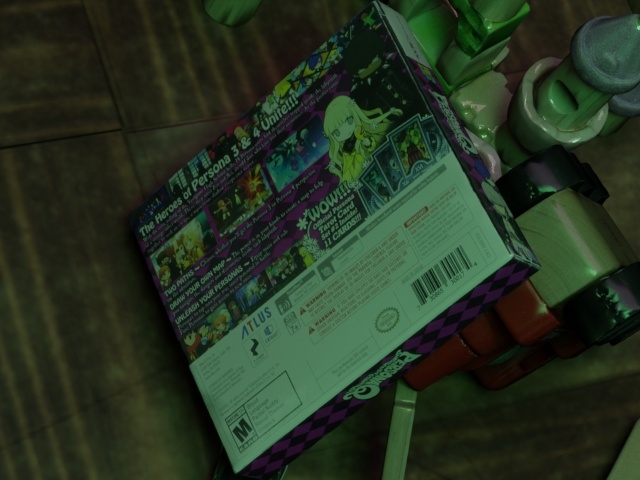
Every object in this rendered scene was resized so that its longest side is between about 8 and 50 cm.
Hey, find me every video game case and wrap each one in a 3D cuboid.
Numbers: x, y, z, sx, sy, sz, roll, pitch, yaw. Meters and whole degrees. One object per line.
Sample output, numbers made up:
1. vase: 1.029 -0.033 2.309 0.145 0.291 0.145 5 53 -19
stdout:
1. video game case: 0.000 0.000 1.243 0.042 0.232 0.210 21 35 -51

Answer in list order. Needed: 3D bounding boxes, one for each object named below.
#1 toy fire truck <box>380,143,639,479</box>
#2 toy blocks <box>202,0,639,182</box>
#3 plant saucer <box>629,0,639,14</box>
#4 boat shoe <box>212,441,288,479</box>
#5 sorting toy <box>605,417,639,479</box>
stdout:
1. toy fire truck: 0.107 0.075 1.305 0.246 0.217 0.158 -34 81 11
2. toy blocks: 0.124 -0.194 1.376 0.309 0.260 0.289 -29 77 -29
3. plant saucer: 0.340 -0.202 1.592 0.198 0.036 0.199 8 63 -17
4. boat shoe: -0.046 0.151 1.273 0.049 0.040 0.142 25 60 -7
5. sorting toy: 0.254 0.247 1.345 0.193 0.038 0.208 35 54 -2
